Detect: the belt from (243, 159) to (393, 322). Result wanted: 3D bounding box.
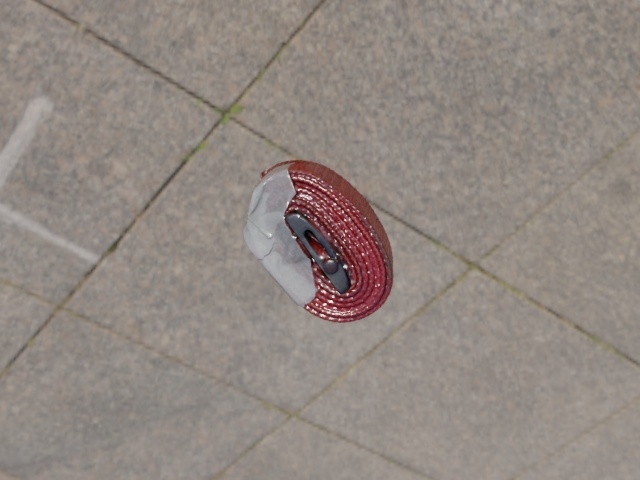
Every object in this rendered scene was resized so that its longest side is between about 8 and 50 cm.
[{"bbox_3d":[0.000,0.000,1.103,0.128,0.124,0.201,-39,97,11],"label":"belt"}]
